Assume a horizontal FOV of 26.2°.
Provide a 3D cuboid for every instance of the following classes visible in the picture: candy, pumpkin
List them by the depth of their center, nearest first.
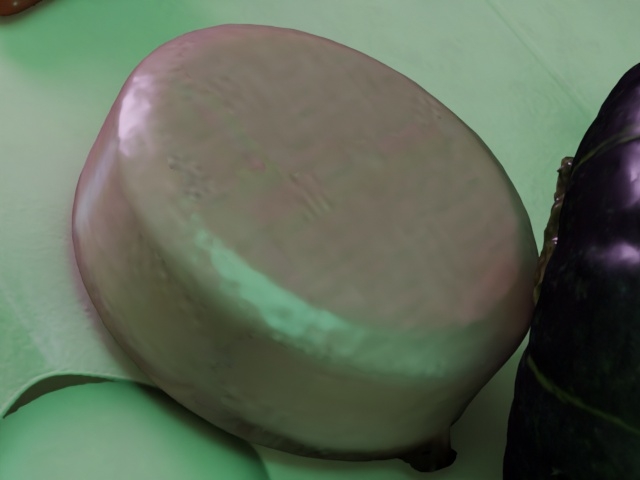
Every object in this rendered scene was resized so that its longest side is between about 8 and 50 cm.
[{"bbox_3d":[0.215,0.054,0.635,0.241,0.323,0.323,9,39,14],"label":"pumpkin"},{"bbox_3d":[0.000,0.000,0.713,0.255,0.094,0.255,18,43,-18],"label":"candy"}]

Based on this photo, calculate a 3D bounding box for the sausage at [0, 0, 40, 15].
[{"bbox_3d":[-0.129,-0.189,0.857,0.034,0.034,0.253,41,42,8],"label":"sausage"}]
